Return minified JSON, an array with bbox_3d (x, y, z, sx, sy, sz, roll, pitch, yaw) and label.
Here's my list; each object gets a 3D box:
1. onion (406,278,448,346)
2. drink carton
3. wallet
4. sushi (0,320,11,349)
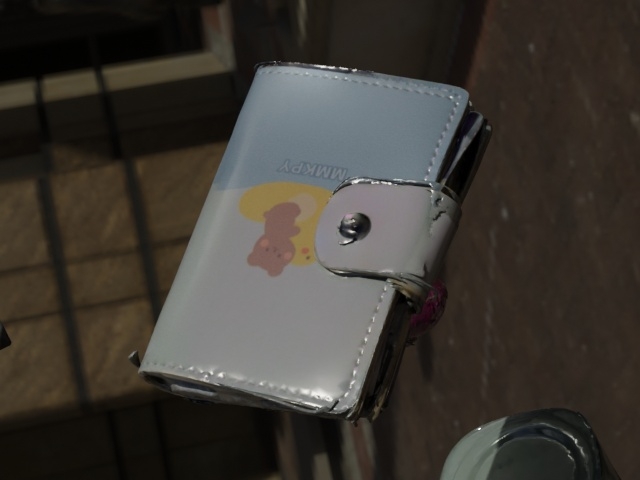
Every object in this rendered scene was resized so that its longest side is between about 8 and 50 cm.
[{"bbox_3d":[0.085,0.068,1.476,0.115,0.115,0.105,-154,58,-79],"label":"onion"},{"bbox_3d":[0.192,0.249,1.102,0.190,0.185,0.191,51,-147,-35],"label":"drink carton"},{"bbox_3d":[0.000,0.000,0.782,0.231,0.170,0.069,-69,-29,-24],"label":"wallet"},{"bbox_3d":[-0.165,0.019,0.443,0.085,0.083,0.056,63,154,-3],"label":"sushi"}]
